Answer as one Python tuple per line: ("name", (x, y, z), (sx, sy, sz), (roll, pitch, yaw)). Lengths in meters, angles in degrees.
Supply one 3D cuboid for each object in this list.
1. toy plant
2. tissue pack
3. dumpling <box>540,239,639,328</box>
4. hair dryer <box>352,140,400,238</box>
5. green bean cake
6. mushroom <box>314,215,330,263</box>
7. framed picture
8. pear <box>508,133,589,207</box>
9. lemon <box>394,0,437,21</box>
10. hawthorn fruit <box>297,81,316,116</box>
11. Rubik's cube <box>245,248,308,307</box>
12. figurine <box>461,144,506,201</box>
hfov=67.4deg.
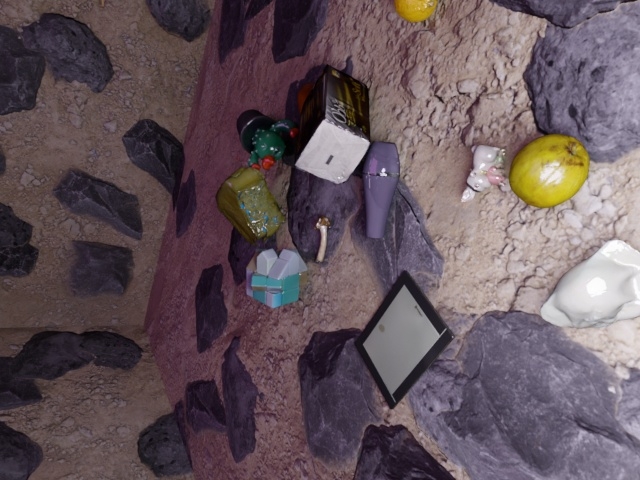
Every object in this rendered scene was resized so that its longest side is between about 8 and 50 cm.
("toy plant", (-0.249, -0.457, 2.121), (0.400, 0.279, 0.186), (55, 171, 51))
("tissue pack", (0.047, -0.375, 1.571), (0.210, 0.198, 0.370), (-49, 26, 38))
("dumpling", (0.551, 0.109, 0.948), (0.151, 0.124, 0.229), (40, 132, 9))
("hair dryer", (0.138, -0.189, 1.620), (0.361, 0.120, 0.302), (-145, 57, -62))
("green bean cake", (-0.280, -0.156, 2.063), (0.310, 0.202, 0.285), (52, 153, -7))
("mushroom", (0.000, 0.000, 1.812), (0.060, 0.061, 0.187), (16, 103, 50))
("framed picture", (0.238, 0.302, 1.454), (0.347, 0.016, 0.265), (-62, 40, 30))
("pear", (0.488, -0.146, 1.028), (0.162, 0.148, 0.149), (-57, 42, 45))
("lemon", (0.287, -0.714, 1.432), (0.155, 0.114, 0.114), (40, 119, 46))
("hawthorn fruit", (-0.007, -0.457, 1.836), (0.165, 0.165, 0.286), (34, 134, 52))
("Rubik's cube", (-0.186, 0.127, 1.895), (0.224, 0.265, 0.213), (19, 112, 41))
("figurine", (0.411, -0.162, 1.202), (0.098, 0.081, 0.146), (21, 103, 55))
